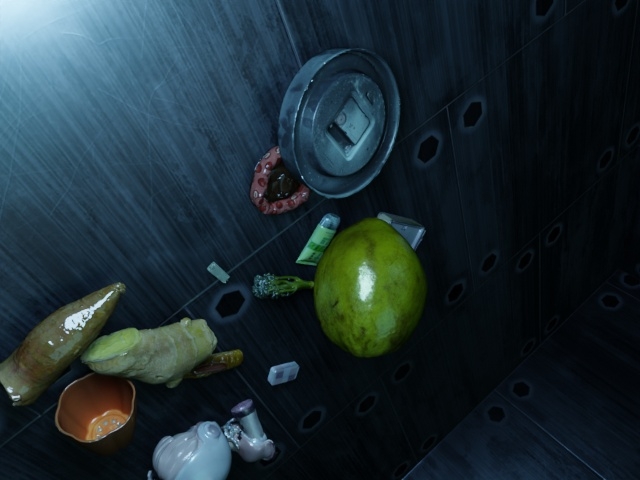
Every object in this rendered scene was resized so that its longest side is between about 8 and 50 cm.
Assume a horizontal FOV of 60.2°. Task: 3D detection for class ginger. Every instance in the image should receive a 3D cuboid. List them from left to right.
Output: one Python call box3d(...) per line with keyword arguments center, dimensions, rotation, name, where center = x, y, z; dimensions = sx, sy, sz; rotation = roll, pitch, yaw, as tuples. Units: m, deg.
box3d(center=(-0.429, 0.287, 1.412), dimensions=(0.354, 0.126, 0.189), rotation=(9, 98, -41), name="ginger")

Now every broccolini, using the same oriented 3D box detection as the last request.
box3d(center=(-0.055, 0.158, 1.706), dimensions=(0.392, 0.074, 0.078), rotation=(14, 67, -47), name="broccolini")

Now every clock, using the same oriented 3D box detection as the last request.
box3d(center=(0.054, -0.300, 1.420), dimensions=(0.386, 0.076, 0.386), rotation=(-23, 126, -37), name="clock")
box3d(center=(0.245, -0.005, 1.837), dimensions=(0.192, 0.071, 0.146), rotation=(8, 112, -44), name="clock")

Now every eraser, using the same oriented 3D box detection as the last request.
box3d(center=(-0.125, 0.450, 1.868), dimensions=(0.105, 0.026, 0.065), rotation=(-3, 117, -40), name="eraser")

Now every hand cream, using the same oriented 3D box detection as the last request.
box3d(center=(0.000, 0.000, 1.645), dimensions=(0.095, 0.046, 0.175), rotation=(11, 113, -51), name="hand cream")

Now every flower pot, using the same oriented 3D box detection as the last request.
box3d(center=(-0.548, 0.453, 1.396), dimensions=(0.191, 0.190, 0.173), rotation=(-27, 144, -25), name="flower pot")

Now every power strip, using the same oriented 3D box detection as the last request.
box3d(center=(-0.274, 0.088, 1.488), dimensions=(0.027, 0.017, 0.083), rotation=(-44, 138, -6), name="power strip")

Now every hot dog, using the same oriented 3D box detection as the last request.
box3d(center=(-0.321, 0.370, 1.625), dimensions=(0.216, 0.047, 0.066), rotation=(-2, 122, -40), name="hot dog")

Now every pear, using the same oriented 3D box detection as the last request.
box3d(center=(0.146, 0.142, 1.612), dimensions=(0.352, 0.352, 0.413), rotation=(27, 60, -48), name="pear")

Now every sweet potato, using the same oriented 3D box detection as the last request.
box3d(center=(-0.576, 0.212, 1.235), dimensions=(0.336, 0.131, 0.131), rotation=(-48, 138, -5), name="sweet potato")

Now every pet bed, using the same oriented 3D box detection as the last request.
box3d(center=(-0.097, -0.159, 1.444), dimensions=(0.201, 0.053, 0.201), rotation=(-24, 129, -34), name="pet bed")

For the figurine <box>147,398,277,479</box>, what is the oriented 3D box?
box3d(center=(-0.333, 0.649, 1.687), dimensions=(0.361, 0.211, 0.253), rotation=(-14, 127, -36), name="figurine")
